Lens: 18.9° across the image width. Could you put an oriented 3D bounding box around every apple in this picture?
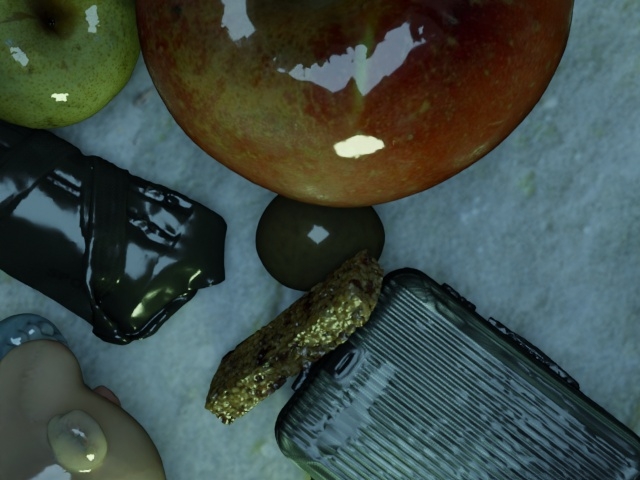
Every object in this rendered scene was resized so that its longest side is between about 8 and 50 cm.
[{"bbox_3d":[0.029,-0.195,1.509,0.348,0.277,0.349,0,86,3],"label":"apple"}]

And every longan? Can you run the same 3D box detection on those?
[{"bbox_3d":[0.000,0.000,1.616,0.113,0.113,0.092,-13,51,1],"label":"longan"}]

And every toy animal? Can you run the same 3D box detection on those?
[{"bbox_3d":[-0.255,0.194,1.568,0.221,0.210,0.229,-41,57,-6],"label":"toy animal"}]

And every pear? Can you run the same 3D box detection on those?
[{"bbox_3d":[-0.227,-0.173,1.583,0.167,0.136,0.167,1,81,-8],"label":"pear"}]

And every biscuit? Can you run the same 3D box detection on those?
[{"bbox_3d":[-0.023,0.082,1.587,0.034,0.064,0.199,37,127,-19],"label":"biscuit"}]

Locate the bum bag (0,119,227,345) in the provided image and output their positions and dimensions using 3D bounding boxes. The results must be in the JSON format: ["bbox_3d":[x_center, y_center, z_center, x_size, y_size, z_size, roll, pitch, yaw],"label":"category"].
[{"bbox_3d":[-0.237,-0.019,1.621,0.326,0.080,0.142,25,86,0],"label":"bum bag"}]

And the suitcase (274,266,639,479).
[{"bbox_3d":[0.127,0.175,1.600,0.312,0.128,0.202,38,92,0],"label":"suitcase"}]
